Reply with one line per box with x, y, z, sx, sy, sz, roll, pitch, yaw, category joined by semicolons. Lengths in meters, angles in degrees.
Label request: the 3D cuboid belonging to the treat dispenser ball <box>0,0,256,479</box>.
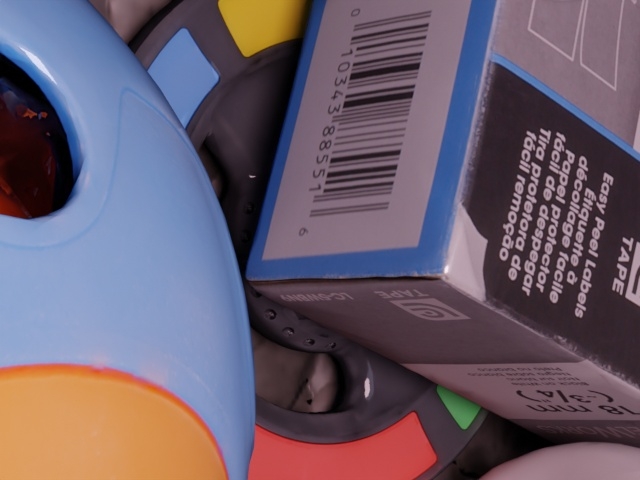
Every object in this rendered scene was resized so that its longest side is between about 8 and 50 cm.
-0.160;0.041;0.466;0.288;0.288;0.288;1;88;-37;treat dispenser ball

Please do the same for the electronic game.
0.000;0.000;0.742;0.229;0.048;0.229;2;87;-38;electronic game

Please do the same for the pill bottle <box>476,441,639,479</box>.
0.226;0.237;0.798;0.392;0.224;0.224;22;76;-35;pill bottle

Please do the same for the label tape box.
0.139;-0.035;0.775;0.334;0.106;0.240;29;66;-41;label tape box
